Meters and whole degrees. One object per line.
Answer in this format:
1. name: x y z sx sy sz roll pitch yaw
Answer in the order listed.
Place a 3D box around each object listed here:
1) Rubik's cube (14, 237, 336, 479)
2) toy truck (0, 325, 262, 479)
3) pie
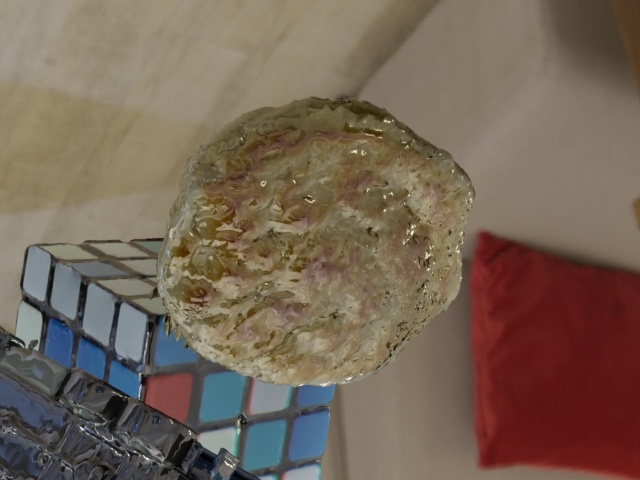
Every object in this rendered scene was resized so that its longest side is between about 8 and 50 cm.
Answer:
1. Rubik's cube: -0.095 0.089 0.822 0.155 0.151 0.154 -1 -162 -42
2. toy truck: -0.097 0.092 0.537 0.202 0.074 0.088 23 168 33
3. pie: 0.000 0.000 0.699 0.193 0.079 0.163 18 114 -36
